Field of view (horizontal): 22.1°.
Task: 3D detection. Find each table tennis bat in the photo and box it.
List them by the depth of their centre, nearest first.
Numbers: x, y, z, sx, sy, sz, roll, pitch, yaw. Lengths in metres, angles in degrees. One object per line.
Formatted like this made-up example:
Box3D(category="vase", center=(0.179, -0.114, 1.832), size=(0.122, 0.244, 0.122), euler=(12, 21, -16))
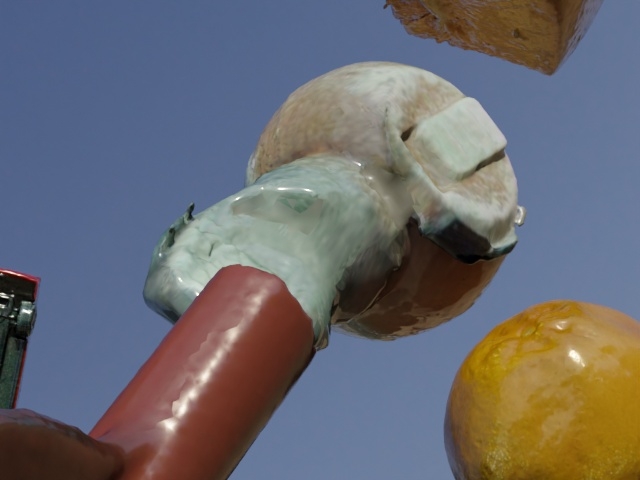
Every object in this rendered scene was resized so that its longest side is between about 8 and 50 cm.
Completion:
Box3D(category="table tennis bat", center=(-0.119, 0.154, 0.527), size=(0.415, 0.051, 0.268), euler=(-52, -32, -39))

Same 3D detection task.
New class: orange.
Box3D(category="orange", center=(0.149, 0.106, 0.989), size=(0.159, 0.159, 0.136), euler=(-33, -65, -18))

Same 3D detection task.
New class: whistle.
Box3D(category="whistle", center=(0.000, 0.000, 1.011), size=(0.348, 0.189, 0.189), euler=(-33, -24, -53))

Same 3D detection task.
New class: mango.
Box3D(category="mango", center=(0.158, -0.234, 1.327), size=(0.199, 0.201, 0.350), euler=(-37, -12, 21))

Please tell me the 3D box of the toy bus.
Box3D(category="toy bus", center=(-0.314, 0.122, 1.529), size=(0.089, 0.081, 0.195), euler=(-173, 93, -88))
